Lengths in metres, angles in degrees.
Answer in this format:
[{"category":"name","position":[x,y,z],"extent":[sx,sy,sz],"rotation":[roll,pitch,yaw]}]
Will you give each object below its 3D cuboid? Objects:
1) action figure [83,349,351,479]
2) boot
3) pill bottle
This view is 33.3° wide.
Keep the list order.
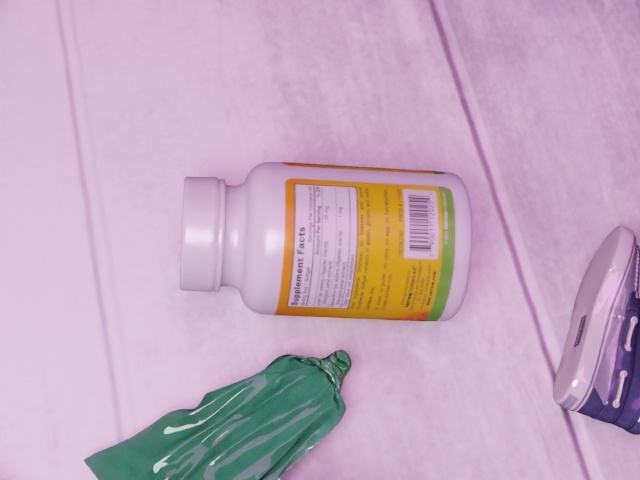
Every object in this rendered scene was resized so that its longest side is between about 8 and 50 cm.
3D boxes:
[{"category":"action figure","position":[-0.062,0.167,0.898],"extent":[0.232,0.063,0.137],"rotation":[-36,72,-19]},{"category":"boot","position":[0.284,0.084,1.000],"extent":[0.086,0.069,0.190],"rotation":[24,70,-4]},{"category":"pill bottle","position":[0.000,0.000,0.952],"extent":[0.246,0.136,0.136],"rotation":[3,63,-7]}]
